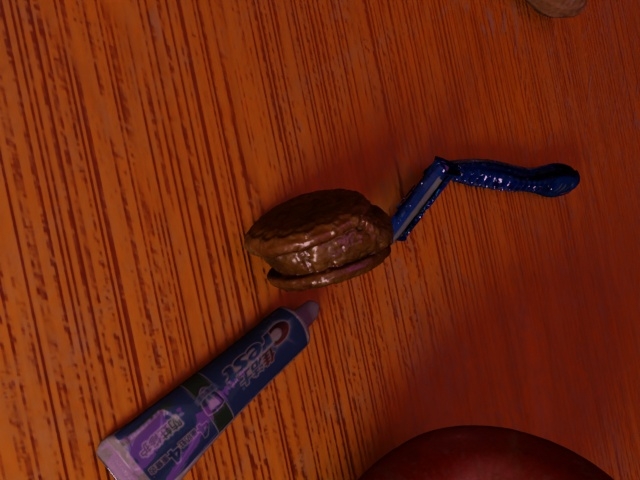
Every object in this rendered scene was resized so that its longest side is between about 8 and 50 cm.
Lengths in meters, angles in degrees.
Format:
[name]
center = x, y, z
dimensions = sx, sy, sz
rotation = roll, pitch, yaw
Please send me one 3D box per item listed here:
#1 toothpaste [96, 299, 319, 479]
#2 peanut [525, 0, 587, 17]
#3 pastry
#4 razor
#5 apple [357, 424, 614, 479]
[toothpaste]
center = -0.064, 0.101, 0.511
dimensions = 0.057, 0.035, 0.197
rotation = 52, 53, -3
[peanut]
center = 0.255, -0.313, 0.836
dimensions = 0.175, 0.080, 0.080
rotation = 16, 73, -40
[pastry]
center = 0.000, 0.000, 0.543
dimensions = 0.109, 0.097, 0.057
rotation = -20, 109, -5
[razor]
center = 0.178, -0.063, 0.747
dimensions = 0.324, 0.093, 0.056
rotation = -10, 54, -46
[apple]
center = 0.122, 0.266, 0.503
dimensions = 0.260, 0.260, 0.216
rotation = -49, 139, -36
